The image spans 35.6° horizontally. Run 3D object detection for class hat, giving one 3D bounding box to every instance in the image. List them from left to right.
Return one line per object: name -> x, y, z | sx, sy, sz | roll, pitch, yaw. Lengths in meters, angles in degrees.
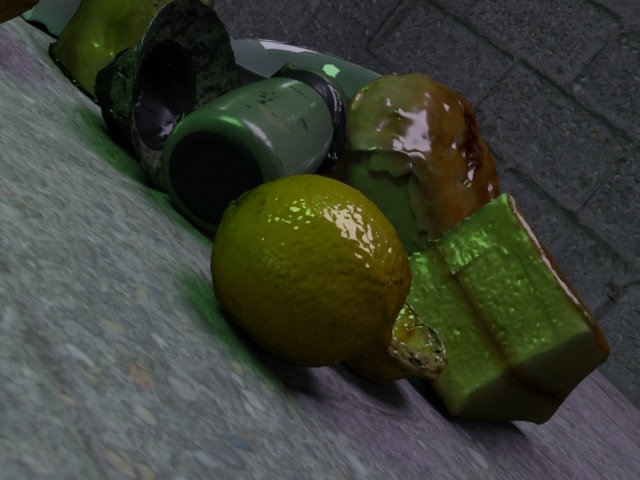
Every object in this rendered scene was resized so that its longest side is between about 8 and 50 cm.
hat -> -0.225, -0.192, 1.326 | 0.128, 0.266, 0.265 | 2, -7, 25

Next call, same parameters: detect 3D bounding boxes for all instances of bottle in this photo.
bottle -> -0.066, -0.138, 1.348 | 0.168, 0.168, 0.347 | 41, 31, 2

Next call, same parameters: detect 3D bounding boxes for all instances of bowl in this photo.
bowl -> -0.029, -0.244, 1.827 | 0.345, 0.157, 0.345 | 14, 21, -5

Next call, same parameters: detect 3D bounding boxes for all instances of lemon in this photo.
lemon -> -0.011, 0.029, 1.036 | 0.231, 0.192, 0.192 | 42, 10, 13

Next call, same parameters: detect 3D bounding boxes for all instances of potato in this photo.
potato -> -0.262, -0.334, 1.506 | 0.229, 0.266, 0.229 | 35, 10, -7

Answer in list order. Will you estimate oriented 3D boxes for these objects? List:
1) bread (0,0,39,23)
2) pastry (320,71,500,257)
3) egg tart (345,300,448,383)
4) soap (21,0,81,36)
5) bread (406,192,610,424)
bread -> -0.451, -0.350, 1.207 | 0.240, 0.139, 0.240 | 39, 10, -8
pastry -> 0.142, -0.067, 1.630 | 0.409, 0.245, 0.410 | 30, 54, -51
egg tart -> 0.062, 0.111, 1.243 | 0.212, 0.090, 0.212 | 38, 9, -7
soap -> -0.410, -0.418, 1.687 | 0.193, 0.109, 0.324 | 44, 15, 8
bread -> 0.282, 0.133, 1.494 | 0.245, 0.233, 0.361 | 61, 12, 24
